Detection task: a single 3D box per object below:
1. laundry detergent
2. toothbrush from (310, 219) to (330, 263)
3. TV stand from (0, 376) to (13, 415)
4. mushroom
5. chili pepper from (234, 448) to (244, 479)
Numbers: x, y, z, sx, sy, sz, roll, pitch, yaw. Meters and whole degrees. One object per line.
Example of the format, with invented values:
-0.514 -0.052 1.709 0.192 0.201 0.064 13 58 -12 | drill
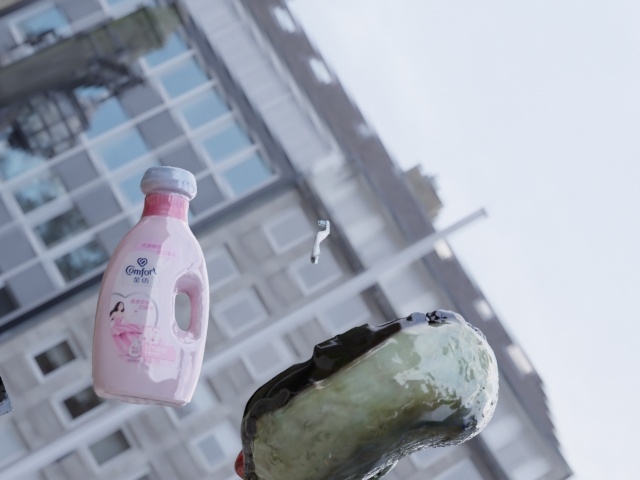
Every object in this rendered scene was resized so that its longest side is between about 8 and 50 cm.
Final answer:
-0.230 0.062 2.177 0.088 0.159 0.335 145 -46 -67 | laundry detergent
0.000 0.000 2.284 0.204 0.022 0.017 -78 178 -74 | toothbrush
-0.474 0.227 1.807 0.040 0.256 0.049 -13 -81 41 | TV stand
0.070 0.223 1.893 0.130 0.344 0.248 -120 -161 -52 | mushroom
-0.098 0.365 2.624 0.073 0.123 0.070 24 -60 10 | chili pepper
